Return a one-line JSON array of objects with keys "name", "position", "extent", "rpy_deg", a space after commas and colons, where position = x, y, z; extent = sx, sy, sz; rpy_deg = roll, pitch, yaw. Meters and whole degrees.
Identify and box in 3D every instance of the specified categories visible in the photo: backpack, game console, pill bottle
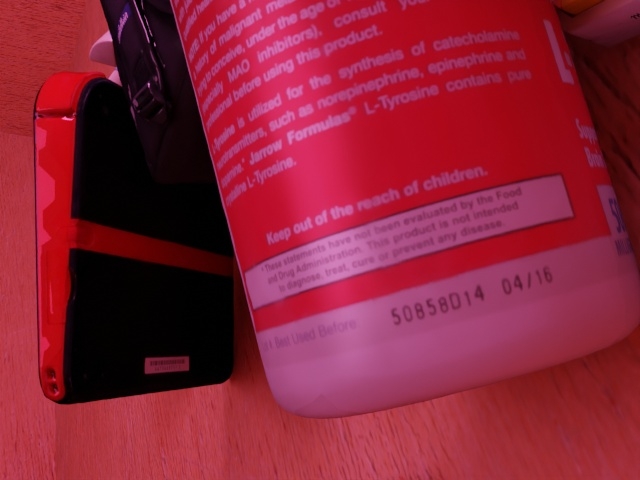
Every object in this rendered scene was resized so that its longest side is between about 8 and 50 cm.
[{"name": "backpack", "position": [-0.120, -0.277, 0.790], "extent": [0.356, 0.273, 0.290], "rpy_deg": [50, 128, 31]}, {"name": "game console", "position": [-0.202, 0.008, 0.875], "extent": [0.060, 0.386, 0.342], "rpy_deg": [-3, 82, 18]}, {"name": "pill bottle", "position": [0.031, -0.115, 0.464], "extent": [0.229, 0.228, 0.408], "rpy_deg": [-25, 78, 58]}]

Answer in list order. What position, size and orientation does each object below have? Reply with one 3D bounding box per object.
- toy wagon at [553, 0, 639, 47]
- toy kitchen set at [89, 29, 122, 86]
[{"name": "toy wagon", "position": [0.202, -0.303, 0.458], "extent": [0.267, 0.068, 0.345], "rpy_deg": [-18, 68, 59]}, {"name": "toy kitchen set", "position": [-0.194, -0.218, 1.022], "extent": [0.166, 0.207, 0.122], "rpy_deg": [99, -168, -46]}]
